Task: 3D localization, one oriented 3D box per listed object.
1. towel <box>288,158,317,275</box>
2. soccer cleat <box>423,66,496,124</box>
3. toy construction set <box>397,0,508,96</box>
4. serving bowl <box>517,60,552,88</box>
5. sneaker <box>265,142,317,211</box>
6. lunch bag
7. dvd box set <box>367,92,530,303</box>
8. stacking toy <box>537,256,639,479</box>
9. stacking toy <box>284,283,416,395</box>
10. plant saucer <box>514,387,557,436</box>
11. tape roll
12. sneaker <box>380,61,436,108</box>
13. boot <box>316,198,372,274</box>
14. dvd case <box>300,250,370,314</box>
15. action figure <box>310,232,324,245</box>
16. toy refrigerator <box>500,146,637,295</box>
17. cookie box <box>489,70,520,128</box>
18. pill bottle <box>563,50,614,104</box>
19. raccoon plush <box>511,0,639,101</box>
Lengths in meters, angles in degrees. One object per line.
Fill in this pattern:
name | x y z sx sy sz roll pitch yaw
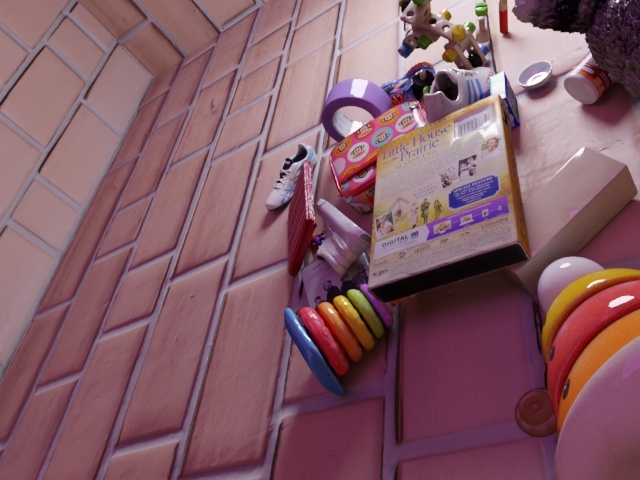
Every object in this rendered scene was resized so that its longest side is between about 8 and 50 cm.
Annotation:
towel | -0.052 -0.063 1.618 0.275 0.031 0.199 -94 19 -48
soccer cleat | 0.343 -0.372 1.469 0.116 0.143 0.331 -8 32 38
toy construction set | 0.345 -0.572 1.597 0.309 0.237 0.257 -29 61 2
serving bowl | 0.520 -0.393 1.463 0.083 0.027 0.083 -26 39 24
sneaker | -0.100 -0.193 1.839 0.085 0.086 0.237 17 68 50
lunch bag | 0.173 -0.201 1.551 0.293 0.120 0.258 -31 41 17
dvd box set | 0.247 -0.093 1.237 0.307 0.062 0.420 -21 42 29
stacking toy | 0.422 0.158 0.834 0.350 0.350 0.480 -37 16 11
stacking toy | 0.089 0.154 1.254 0.302 0.175 0.166 -34 37 -4
plant saucer | 0.347 0.270 0.967 0.083 0.015 0.083 -27 38 24
tape roll | 0.102 -0.355 1.708 0.189 0.189 0.080 -15 44 36
sneaker | 0.237 -0.423 1.739 0.221 0.083 0.087 -37 41 15
boot | 0.024 -0.010 1.468 0.123 0.095 0.258 -52 27 4
dvd case | 0.046 0.100 1.437 0.179 0.029 0.239 -35 35 13
action figure | 0.000 0.000 1.589 0.115 0.030 0.038 16 71 54
toy refrigerator | 0.441 -0.035 1.121 0.269 0.094 0.102 -46 38 2
cookie box | 0.432 -0.328 1.429 0.040 0.092 0.107 -18 43 29
pill bottle | 0.605 -0.374 1.306 0.152 0.086 0.086 -47 35 -2
raccoon plush | 0.561 -0.315 1.140 0.446 0.216 0.299 10 61 30
